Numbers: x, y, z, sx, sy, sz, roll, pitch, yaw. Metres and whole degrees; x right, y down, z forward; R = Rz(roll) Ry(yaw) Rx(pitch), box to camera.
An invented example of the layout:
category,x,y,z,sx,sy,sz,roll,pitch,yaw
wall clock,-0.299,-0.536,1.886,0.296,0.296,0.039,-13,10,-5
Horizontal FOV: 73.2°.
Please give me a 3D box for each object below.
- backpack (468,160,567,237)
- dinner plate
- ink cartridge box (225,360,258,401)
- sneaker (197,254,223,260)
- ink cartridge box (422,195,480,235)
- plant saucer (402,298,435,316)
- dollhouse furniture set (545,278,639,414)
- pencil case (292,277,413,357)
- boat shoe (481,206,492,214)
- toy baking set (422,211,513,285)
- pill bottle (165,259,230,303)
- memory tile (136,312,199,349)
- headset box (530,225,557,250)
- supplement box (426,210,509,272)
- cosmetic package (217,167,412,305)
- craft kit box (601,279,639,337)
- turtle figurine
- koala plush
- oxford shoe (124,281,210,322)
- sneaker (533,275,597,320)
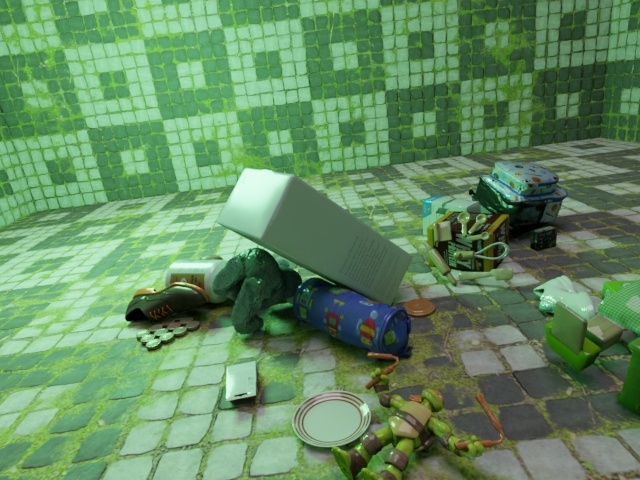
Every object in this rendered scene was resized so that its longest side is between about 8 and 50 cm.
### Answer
category,x,y,z,sx,sy,sz,roll,pitch,yaw
backpack,0.721,-0.165,1.537,0.264,0.213,0.276,0,38,-21
dinner plate,0.020,0.319,0.771,0.141,0.017,0.141,-6,20,2
ink cartridge box,-0.160,0.296,0.885,0.063,0.029,0.115,-9,20,-7
sneaker,-0.428,0.108,1.495,0.189,0.066,0.071,-16,37,-9
ink cartridge box,0.466,-0.077,1.546,0.082,0.139,0.191,-19,22,-33
plant saucer,0.252,0.172,1.110,0.084,0.013,0.083,-6,20,2
dollhouse furniture set,0.593,0.128,0.767,0.302,0.151,0.197,-24,35,-12
pencil case,0.073,0.174,1.008,0.133,0.119,0.306,-16,20,-40
boat shoe,0.547,-0.091,1.675,0.220,0.077,0.070,6,-18,19
toy baking set,0.409,0.029,1.212,0.197,0.256,0.030,-37,-33,21
pill bottle,-0.331,0.122,1.288,0.230,0.131,0.131,-1,20,17
memory tile,-0.409,0.241,1.158,0.148,0.012,0.113,-24,25,-37
headset box,0.716,-0.008,1.377,0.083,0.062,0.032,-14,21,-15
supplement box,0.463,0.000,1.346,0.194,0.129,0.191,7,24,37
cosmetic package,0.000,0.000,1.095,0.453,0.161,0.230,31,-8,-37
craft kit box,0.783,0.155,0.905,0.250,0.060,0.246,-4,17,10
turtle figurine,0.125,0.297,0.692,0.217,0.087,0.270,-29,36,-31
koala plush,-0.130,0.118,1.153,0.221,0.203,0.196,9,37,-49
oxford shoe,-0.431,0.187,1.212,0.272,0.096,0.098,-12,36,26
sneaker,0.559,0.150,0.994,0.094,0.080,0.212,-16,10,12
